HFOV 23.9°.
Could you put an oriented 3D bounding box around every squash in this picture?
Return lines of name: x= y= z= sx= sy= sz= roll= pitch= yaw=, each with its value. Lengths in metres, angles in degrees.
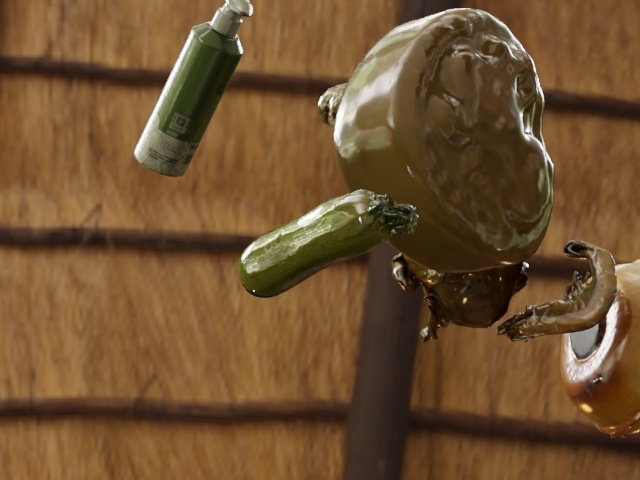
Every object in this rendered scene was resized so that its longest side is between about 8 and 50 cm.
squash: x=0.000 y=0.000 z=1.168 sx=0.052 sy=0.183 sz=0.052 roll=21 pitch=-122 yaw=-37

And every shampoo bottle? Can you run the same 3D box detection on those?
shampoo bottle: x=-0.127 y=-0.164 z=1.578 sx=0.065 sy=0.204 sz=0.065 roll=24 pitch=-158 yaw=-10

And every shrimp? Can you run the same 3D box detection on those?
shrimp: x=0.283 y=0.060 z=1.832 sx=0.034 sy=0.178 sz=0.124 roll=26 pitch=-119 yaw=-34

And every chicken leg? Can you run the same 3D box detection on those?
chicken leg: x=0.155 y=-0.055 z=1.826 sx=0.211 sy=0.361 sz=0.140 roll=-35 pitch=-154 yaw=-25

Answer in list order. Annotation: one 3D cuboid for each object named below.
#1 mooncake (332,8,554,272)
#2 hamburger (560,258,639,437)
mooncake: x=0.116 y=-0.090 z=1.341 sx=0.117 sy=0.235 sz=0.235 roll=-11 pitch=-159 yaw=40
hamburger: x=0.391 y=0.135 z=1.886 sx=0.147 sy=0.237 sz=0.237 roll=16 pitch=-146 yaw=-15
